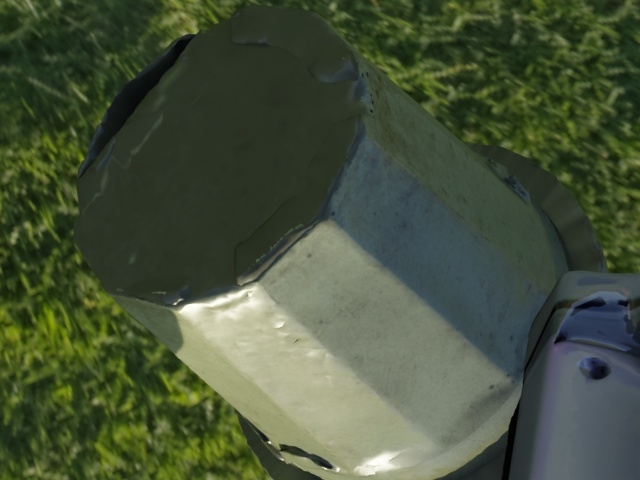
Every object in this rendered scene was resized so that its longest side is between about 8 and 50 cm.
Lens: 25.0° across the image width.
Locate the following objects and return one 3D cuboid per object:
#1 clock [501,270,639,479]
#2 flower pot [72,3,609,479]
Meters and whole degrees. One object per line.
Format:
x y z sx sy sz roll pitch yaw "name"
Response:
0.166 0.112 0.371 0.253 0.186 0.083 14 144 0 "clock"
0.000 0.000 0.663 0.212 0.212 0.202 -46 137 1 "flower pot"
